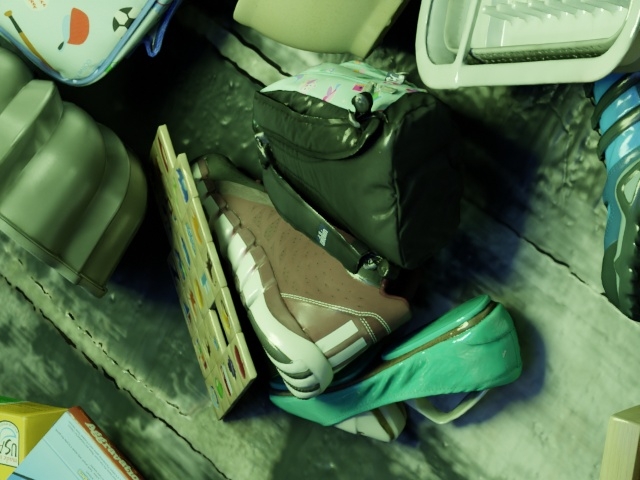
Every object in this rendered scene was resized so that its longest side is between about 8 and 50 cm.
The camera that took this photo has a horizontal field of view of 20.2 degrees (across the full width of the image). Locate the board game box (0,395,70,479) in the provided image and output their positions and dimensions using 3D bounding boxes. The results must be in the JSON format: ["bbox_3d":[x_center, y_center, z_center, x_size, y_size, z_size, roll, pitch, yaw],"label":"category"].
[{"bbox_3d":[-0.358,0.311,1.797,0.242,0.064,0.316,5,96,37],"label":"board game box"}]

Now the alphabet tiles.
[{"bbox_3d":[-0.108,0.027,1.550,0.198,0.009,0.237,125,128,-71],"label":"alphabet tiles"}]

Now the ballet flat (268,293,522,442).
[{"bbox_3d":[0.062,0.120,1.462,0.247,0.083,0.087,-23,100,38],"label":"ballet flat"}]

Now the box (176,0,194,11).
[{"bbox_3d":[-0.131,-0.357,1.586,0.216,0.060,0.270,-25,78,37],"label":"box"}]

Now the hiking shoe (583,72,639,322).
[{"bbox_3d":[0.249,-0.094,1.308,0.132,0.113,0.304,29,114,60],"label":"hiking shoe"}]

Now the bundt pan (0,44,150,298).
[{"bbox_3d":[-0.282,-0.098,1.574,0.331,0.331,0.124,37,87,29],"label":"bundt pan"}]

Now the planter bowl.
[{"bbox_3d":[0.020,-0.213,1.436,0.109,0.162,0.162,36,116,2],"label":"planter bowl"}]

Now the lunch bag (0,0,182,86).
[{"bbox_3d":[-0.192,-0.283,1.493,0.243,0.115,0.303,38,123,-7],"label":"lunch bag"}]

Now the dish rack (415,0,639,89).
[{"bbox_3d":[0.182,-0.241,1.260,0.333,0.072,0.285,-170,91,-69],"label":"dish rack"}]

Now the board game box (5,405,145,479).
[{"bbox_3d":[-0.179,0.303,1.641,0.281,0.027,0.145,47,108,13],"label":"board game box"}]

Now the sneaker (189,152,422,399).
[{"bbox_3d":[0.000,0.000,1.502,0.162,0.106,0.281,-29,47,0],"label":"sneaker"}]

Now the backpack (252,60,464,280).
[{"bbox_3d":[0.029,-0.069,1.405,0.182,0.115,0.152,27,126,46],"label":"backpack"}]

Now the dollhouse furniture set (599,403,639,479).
[{"bbox_3d":[0.284,0.167,1.250,0.123,0.151,0.144,16,104,35],"label":"dollhouse furniture set"}]
